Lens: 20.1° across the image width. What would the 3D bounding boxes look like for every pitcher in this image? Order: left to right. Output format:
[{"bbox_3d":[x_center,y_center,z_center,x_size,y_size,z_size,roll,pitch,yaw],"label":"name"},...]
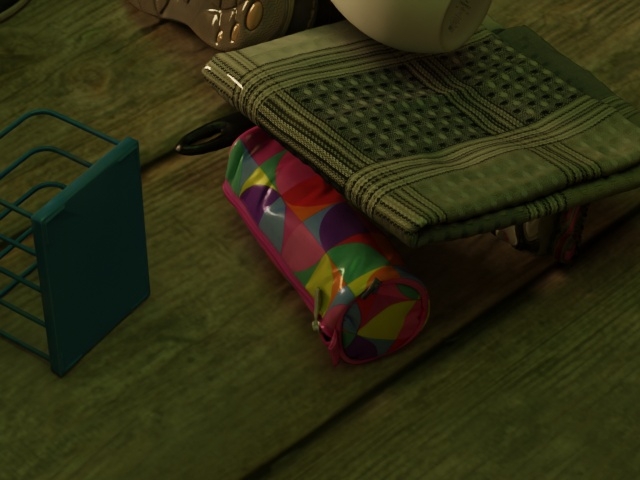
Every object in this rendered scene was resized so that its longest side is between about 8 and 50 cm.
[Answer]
[{"bbox_3d":[0.060,-0.248,1.617,0.207,0.125,0.178,34,10,25],"label":"pitcher"}]

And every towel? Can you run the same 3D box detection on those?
[{"bbox_3d":[0.113,-0.117,1.567,0.324,0.056,0.312,-15,38,-33],"label":"towel"}]

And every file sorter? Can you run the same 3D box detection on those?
[{"bbox_3d":[-0.218,-0.003,1.464,0.104,0.170,0.118,25,48,23],"label":"file sorter"}]

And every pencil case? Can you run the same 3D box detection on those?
[{"bbox_3d":[0.000,0.000,1.530,0.104,0.104,0.236,-17,46,-20],"label":"pencil case"}]

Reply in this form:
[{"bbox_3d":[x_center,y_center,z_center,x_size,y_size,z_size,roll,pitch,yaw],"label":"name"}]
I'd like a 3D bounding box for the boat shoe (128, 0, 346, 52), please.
[{"bbox_3d":[-0.096,-0.263,1.780,0.130,0.132,0.355,7,25,-35],"label":"boat shoe"}]

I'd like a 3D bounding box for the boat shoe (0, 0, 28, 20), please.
[{"bbox_3d":[-0.366,-0.254,1.776,0.095,0.079,0.254,32,51,26],"label":"boat shoe"}]

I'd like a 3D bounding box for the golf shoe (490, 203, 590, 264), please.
[{"bbox_3d":[0.209,-0.061,1.625,0.086,0.067,0.186,15,45,11],"label":"golf shoe"}]

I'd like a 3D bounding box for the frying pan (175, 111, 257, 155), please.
[{"bbox_3d":[0.036,-0.123,1.689,0.197,0.053,0.326,25,49,22],"label":"frying pan"}]
